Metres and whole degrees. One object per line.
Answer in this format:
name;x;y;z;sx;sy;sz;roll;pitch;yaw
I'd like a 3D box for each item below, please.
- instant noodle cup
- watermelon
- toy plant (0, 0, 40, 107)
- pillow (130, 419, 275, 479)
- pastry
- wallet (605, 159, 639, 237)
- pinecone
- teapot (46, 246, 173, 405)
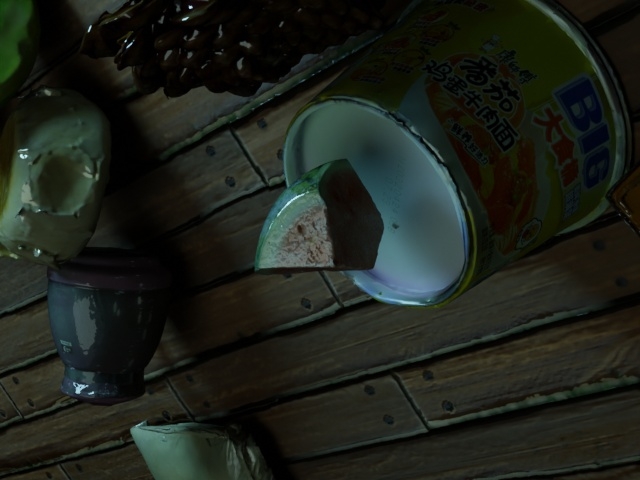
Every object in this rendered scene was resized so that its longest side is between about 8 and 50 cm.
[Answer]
instant noodle cup;0.082;-0.054;1.057;0.205;0.153;0.205;29;140;28
watermelon;-0.005;-0.001;0.994;0.072;0.085;0.092;50;125;19
toy plant;-0.383;-0.170;1.459;0.224;0.184;0.316;53;153;-6
pillow;-0.108;0.234;1.588;0.208;0.053;0.119;-6;113;53
pastry;-0.244;-0.056;1.411;0.088;0.165;0.166;12;150;-21
wallet;0.279;-0.018;0.964;0.161;0.042;0.195;48;144;6
pinecone;-0.060;-0.201;1.051;0.221;0.221;0.221;28;138;29
teapot;-0.207;0.080;1.482;0.148;0.116;0.146;12;99;56
